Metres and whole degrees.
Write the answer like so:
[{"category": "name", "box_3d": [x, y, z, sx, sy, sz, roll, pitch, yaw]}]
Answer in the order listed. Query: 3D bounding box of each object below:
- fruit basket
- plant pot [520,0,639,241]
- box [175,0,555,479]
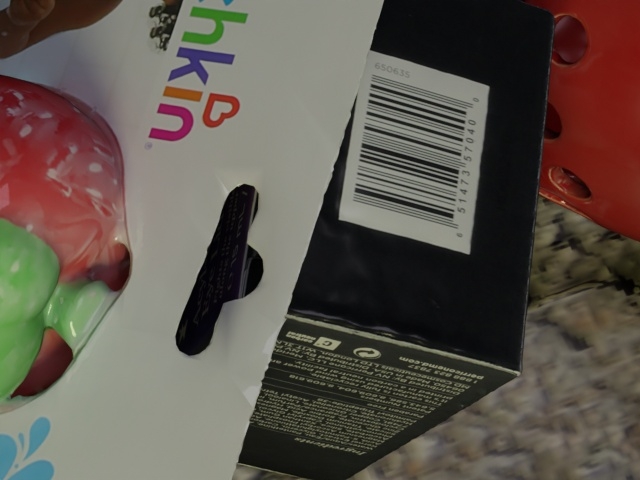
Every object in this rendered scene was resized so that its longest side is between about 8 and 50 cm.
[{"category": "fruit basket", "box_3d": [-0.171, -0.027, 0.580, 0.353, 0.165, 0.327, 10, 73, 26]}, {"category": "plant pot", "box_3d": [0.129, -0.104, 0.759, 0.174, 0.191, 0.191, 20, 58, 35]}, {"category": "box", "box_3d": [0.000, 0.000, 0.681, 0.108, 0.207, 0.153, 15, 65, -14]}]
